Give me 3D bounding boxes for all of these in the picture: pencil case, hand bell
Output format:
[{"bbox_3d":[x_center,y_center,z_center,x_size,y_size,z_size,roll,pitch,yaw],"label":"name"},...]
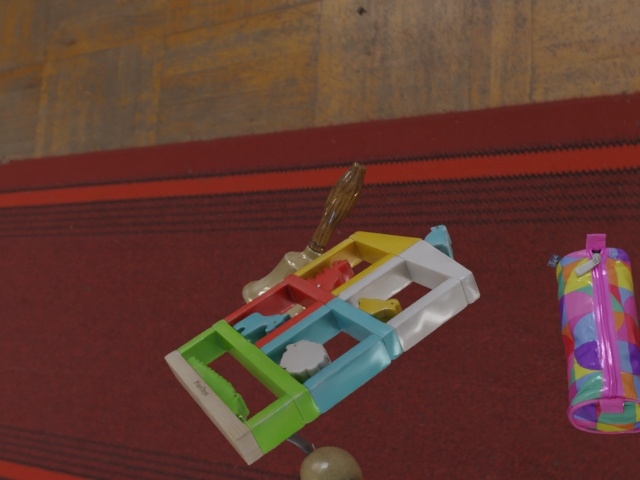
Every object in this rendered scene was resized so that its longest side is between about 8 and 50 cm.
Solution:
[{"bbox_3d":[0.341,0.113,0.850,0.104,0.104,0.236,-15,47,28],"label":"pencil case"},{"bbox_3d":[0.000,0.000,0.978,0.126,0.126,0.242,39,109,30],"label":"hand bell"}]

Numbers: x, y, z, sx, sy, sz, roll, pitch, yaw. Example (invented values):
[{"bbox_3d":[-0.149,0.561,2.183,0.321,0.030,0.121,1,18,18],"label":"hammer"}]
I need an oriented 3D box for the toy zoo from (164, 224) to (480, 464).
[{"bbox_3d":[0.012,0.070,0.659,0.293,0.030,0.192,-33,25,-20],"label":"toy zoo"}]

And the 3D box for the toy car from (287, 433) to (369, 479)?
[{"bbox_3d":[0.003,0.330,0.907,0.149,0.155,0.188,-40,45,3],"label":"toy car"}]
